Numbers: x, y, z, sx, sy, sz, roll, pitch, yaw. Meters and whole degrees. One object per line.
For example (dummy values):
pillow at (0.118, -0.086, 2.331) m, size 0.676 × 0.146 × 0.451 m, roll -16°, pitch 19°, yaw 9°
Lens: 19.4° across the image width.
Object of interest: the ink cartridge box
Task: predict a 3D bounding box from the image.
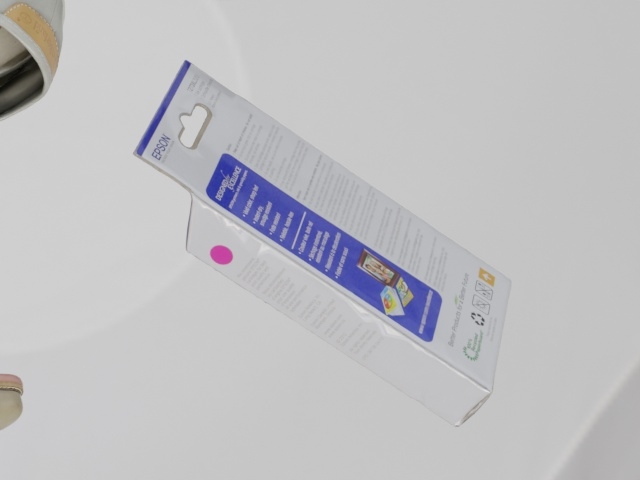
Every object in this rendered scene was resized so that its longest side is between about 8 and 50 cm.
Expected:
ink cartridge box at (0.000, 0.000, 1.645) m, size 0.069 × 0.371 × 0.176 m, roll -47°, pitch -167°, yaw 32°

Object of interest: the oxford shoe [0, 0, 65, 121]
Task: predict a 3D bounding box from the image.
oxford shoe at (-0.424, -0.108, 1.629) m, size 0.169 × 0.449 × 0.130 m, roll 62°, pitch 3°, yaw -42°

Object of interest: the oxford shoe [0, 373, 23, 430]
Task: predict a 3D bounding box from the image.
oxford shoe at (-0.496, 0.267, 2.081) m, size 0.147 × 0.397 × 0.140 m, roll 60°, pitch -26°, yaw 14°
